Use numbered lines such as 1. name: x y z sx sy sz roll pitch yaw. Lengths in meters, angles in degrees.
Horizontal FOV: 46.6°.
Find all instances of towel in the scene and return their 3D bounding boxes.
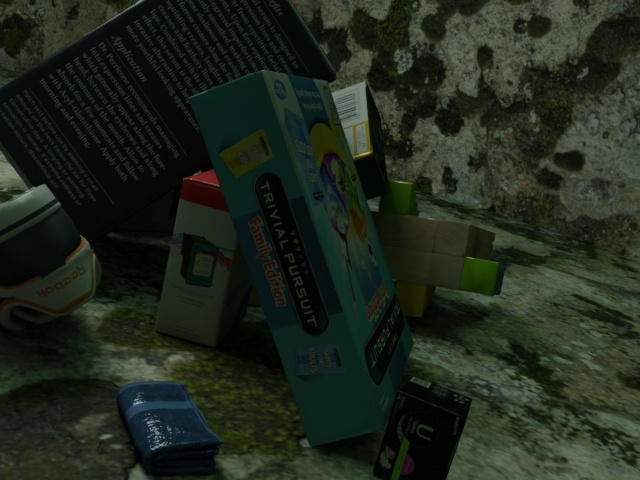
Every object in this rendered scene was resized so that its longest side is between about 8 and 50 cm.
1. towel: -0.132 0.155 0.637 0.067 0.029 0.119 6 16 -29

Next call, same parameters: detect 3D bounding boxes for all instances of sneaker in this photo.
1. sneaker: -0.325 0.026 0.799 0.126 0.127 0.321 -36 16 -23

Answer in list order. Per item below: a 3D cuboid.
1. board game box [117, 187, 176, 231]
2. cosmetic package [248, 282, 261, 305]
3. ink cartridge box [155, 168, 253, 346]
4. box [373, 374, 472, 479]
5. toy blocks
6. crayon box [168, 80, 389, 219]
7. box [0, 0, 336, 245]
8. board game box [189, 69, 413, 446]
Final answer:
1. board game box: -0.362 -0.127 1.317 0.144 0.142 0.275 3 17 -40
2. cosmetic package: -0.136 0.056 1.015 0.115 0.041 0.060 7 14 -27
3. ink cartridge box: -0.117 -0.007 0.881 0.078 0.231 0.134 15 13 7
4. box: 0.092 0.175 0.666 0.062 0.083 0.052 19 13 18
5. toy blocks: 0.135 0.014 1.216 0.381 0.190 0.261 10 -1 27
6. crayon box: -0.063 -0.114 1.156 0.323 0.083 0.203 -16 40 14
7. box: -0.223 -0.191 1.025 0.212 0.395 0.293 57 -11 -12
8. board game box: 0.000 0.000 0.777 0.079 0.336 0.254 -18 6 16
